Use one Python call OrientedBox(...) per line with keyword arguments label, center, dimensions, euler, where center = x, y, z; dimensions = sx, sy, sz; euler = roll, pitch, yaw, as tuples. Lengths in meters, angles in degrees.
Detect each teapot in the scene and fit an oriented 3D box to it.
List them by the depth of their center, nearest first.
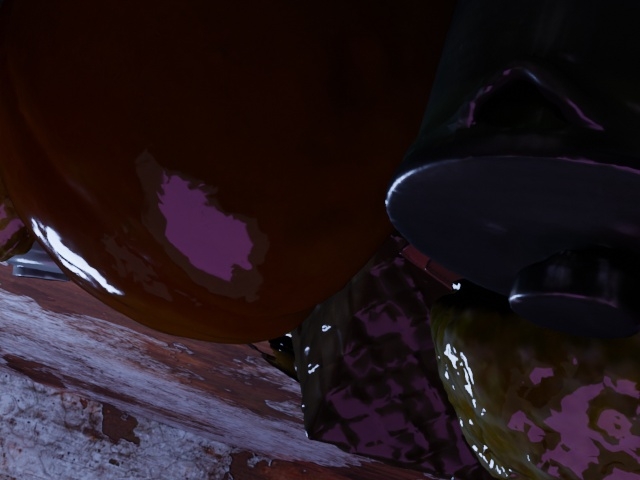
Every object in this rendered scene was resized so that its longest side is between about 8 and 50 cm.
OrientedBox(label="teapot", center=(0.164, -0.108, 0.568), dimensions=(0.200, 0.337, 0.270), euler=(7, 159, 29))

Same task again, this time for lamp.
OrientedBox(label="lamp", center=(-0.355, -0.001, 1.647), dimensions=(0.179, 0.108, 0.246), euler=(14, 167, -31))

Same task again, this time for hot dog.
OrientedBox(label="hot dog", center=(-0.007, 0.147, 1.765), dimensions=(0.194, 0.107, 0.326), euler=(32, 167, -12))

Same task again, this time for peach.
OrientedBox(label="peach", center=(-0.071, -0.108, 0.800), dimensions=(0.301, 0.343, 0.343), euler=(40, 157, -5))

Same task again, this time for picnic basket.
OrientedBox(label="picnic basket", center=(0.109, 0.055, 1.187), dimensions=(0.254, 0.291, 0.321), euler=(16, -157, -7))

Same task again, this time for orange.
OrientedBox(label="orange", center=(0.228, 0.091, 0.762), dimensions=(0.271, 0.210, 0.368), euler=(-14, 175, 21))

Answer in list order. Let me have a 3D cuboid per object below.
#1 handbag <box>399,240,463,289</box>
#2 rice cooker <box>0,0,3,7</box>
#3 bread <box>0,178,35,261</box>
OrientedBox(label="handbag", center=(0.175, -0.040, 0.940), dimensions=(0.157, 0.212, 0.059), euler=(34, -176, -36))
OrientedBox(label="rice cooker", center=(-0.367, -0.199, 0.891), dimensions=(0.277, 0.288, 0.288), euler=(-1, 153, 44))
OrientedBox(label="bread", center=(-0.424, -0.073, 1.407), dimensions=(0.340, 0.179, 0.194), euler=(-2, 152, 42))
